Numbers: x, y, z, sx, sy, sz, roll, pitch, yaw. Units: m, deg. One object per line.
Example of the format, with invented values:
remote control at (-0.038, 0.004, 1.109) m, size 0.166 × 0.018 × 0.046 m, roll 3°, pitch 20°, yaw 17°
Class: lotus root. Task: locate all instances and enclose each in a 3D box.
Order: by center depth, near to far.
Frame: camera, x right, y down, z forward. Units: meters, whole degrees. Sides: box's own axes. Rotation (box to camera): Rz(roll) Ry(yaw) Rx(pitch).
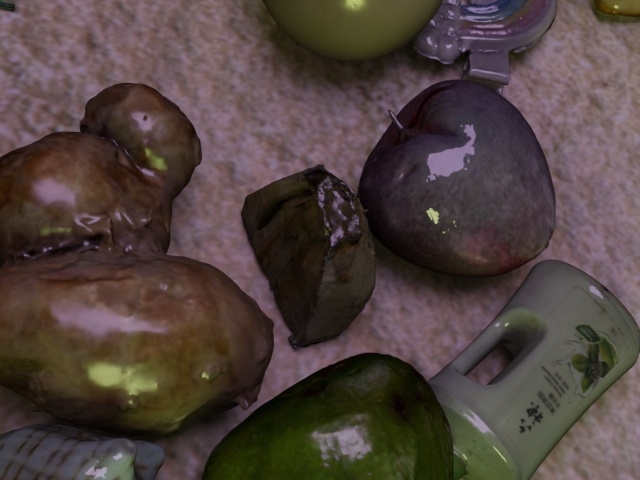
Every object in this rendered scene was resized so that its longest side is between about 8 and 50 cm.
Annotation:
lotus root at (0.004, 0.001, 1.286) m, size 0.070 × 0.144 × 0.143 m, roll -11°, pitch 71°, yaw -26°

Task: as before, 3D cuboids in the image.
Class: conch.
conch at (-0.188, 0.203, 1.114) m, size 0.386 × 0.169 × 0.203 m, roll 43°, pitch 35°, yaw 12°

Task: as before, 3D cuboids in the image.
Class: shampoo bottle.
shampoo bottle at (0.154, 0.127, 1.266) m, size 0.118 × 0.087 × 0.234 m, roll 42°, pitch 61°, yaw 9°

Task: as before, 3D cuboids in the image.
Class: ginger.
ginger at (-0.173, 0.011, 1.227) m, size 0.244 × 0.155 × 0.304 m, roll -7°, pitch 62°, yaw -19°

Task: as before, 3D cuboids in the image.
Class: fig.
fig at (0.027, 0.216, 1.146) m, size 0.203 × 0.203 × 0.235 m, roll -26°, pitch 89°, yaw -24°

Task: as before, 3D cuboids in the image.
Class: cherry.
cherry at (0.120, -0.050, 1.335) m, size 0.176 × 0.140 × 0.176 m, roll 7°, pitch 75°, yaw -27°

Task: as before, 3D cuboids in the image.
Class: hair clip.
hair clip at (0.158, -0.221, 1.496) m, size 0.140 × 0.054 × 0.220 m, roll 6°, pitch 56°, yaw 0°

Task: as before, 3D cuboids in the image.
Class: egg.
egg at (0.030, -0.274, 1.415) m, size 0.186 × 0.186 × 0.242 m, roll 8°, pitch 58°, yaw -7°

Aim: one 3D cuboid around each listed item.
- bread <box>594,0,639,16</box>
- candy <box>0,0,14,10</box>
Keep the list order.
bread at (0.394, -0.388, 1.543) m, size 0.279 × 0.207 × 0.279 m, roll -3°, pitch 62°, yaw -12°
candy at (-0.368, -0.235, 1.404) m, size 0.184 × 0.049 × 0.056 m, roll 13°, pitch 89°, yaw -13°
